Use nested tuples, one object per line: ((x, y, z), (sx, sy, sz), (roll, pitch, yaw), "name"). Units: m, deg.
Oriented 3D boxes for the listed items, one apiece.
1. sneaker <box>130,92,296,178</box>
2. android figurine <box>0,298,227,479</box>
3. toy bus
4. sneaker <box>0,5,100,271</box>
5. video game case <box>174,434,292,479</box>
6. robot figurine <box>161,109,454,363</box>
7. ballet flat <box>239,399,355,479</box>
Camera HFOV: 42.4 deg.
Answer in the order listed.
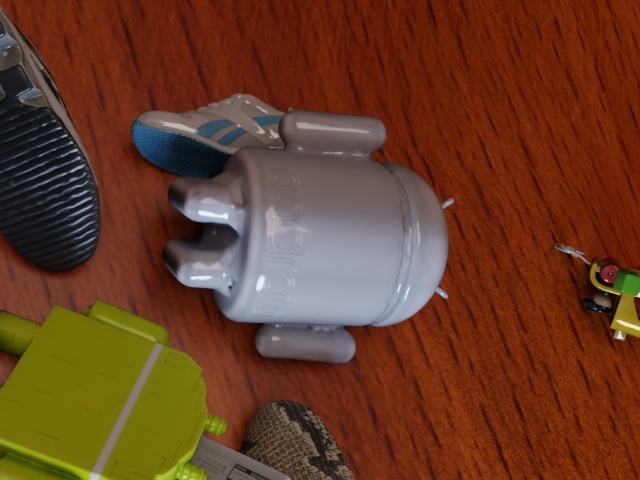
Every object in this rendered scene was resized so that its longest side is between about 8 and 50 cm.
((-0.124, -0.133, 1.028), (0.228, 0.087, 0.092), (5, 65, -29), "sneaker")
((-0.232, 0.169, 0.848), (0.273, 0.056, 0.248), (21, 45, -4), "android figurine")
((0.449, 0.091, 1.181), (0.191, 0.202, 0.104), (10, 101, -27), "toy bus")
((-0.326, -0.130, 0.918), (0.122, 0.146, 0.331), (-18, 106, 0), "sneaker")
((-0.147, 0.284, 0.844), (0.173, 0.190, 0.022), (-55, 142, -27), "video game case")
((0.000, 0.000, 0.967), (0.353, 0.200, 0.300), (3, 102, -22), "robot figurine")
((-0.013, 0.409, 0.840), (0.182, 0.164, 0.483), (2, 72, -61), "ballet flat")
